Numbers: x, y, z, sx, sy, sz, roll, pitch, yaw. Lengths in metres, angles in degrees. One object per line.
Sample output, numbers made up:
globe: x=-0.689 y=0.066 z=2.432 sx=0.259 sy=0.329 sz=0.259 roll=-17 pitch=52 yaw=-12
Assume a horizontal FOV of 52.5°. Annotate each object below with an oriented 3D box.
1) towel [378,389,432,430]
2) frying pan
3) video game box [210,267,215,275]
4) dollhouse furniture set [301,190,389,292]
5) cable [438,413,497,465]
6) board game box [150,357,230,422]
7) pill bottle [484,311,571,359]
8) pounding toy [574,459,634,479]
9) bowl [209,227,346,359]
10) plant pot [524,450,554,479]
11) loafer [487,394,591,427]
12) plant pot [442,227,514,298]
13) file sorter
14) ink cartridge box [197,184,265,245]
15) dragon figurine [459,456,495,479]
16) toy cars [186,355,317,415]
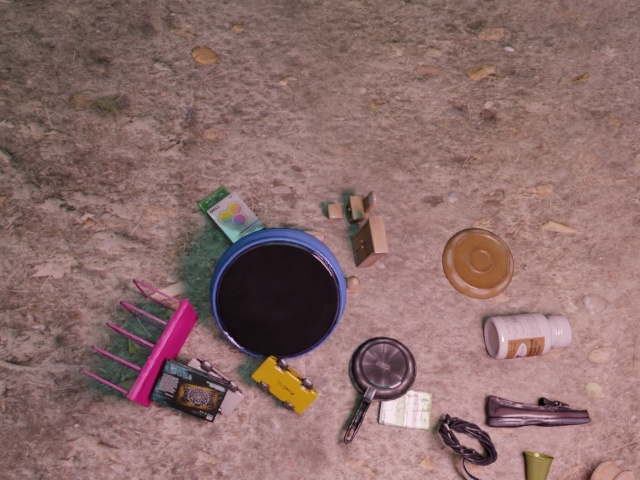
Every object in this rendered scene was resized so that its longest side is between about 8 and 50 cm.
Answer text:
towel: x=0.250 y=0.493 z=1.906 sx=0.152 sy=0.023 sz=0.113 roll=10 pitch=74 yaw=-5
frying pan: x=0.136 y=0.410 z=1.892 sx=0.326 sy=0.053 sz=0.197 roll=-36 pitch=67 yaw=-17
video game box: x=-0.200 y=0.133 z=1.956 sx=0.205 sy=0.048 sz=0.187 roll=-24 pitch=75 yaw=-13
dollhouse furniture set: x=0.000 y=0.000 z=1.924 sx=0.356 sy=0.174 sz=0.303 roll=-3 pitch=72 yaw=-17
cable: x=0.424 y=0.570 z=1.840 sx=0.185 sy=0.150 sz=0.047 roll=34 pitch=110 yaw=5
board game box: x=-0.356 y=0.412 z=1.781 sx=0.186 sy=0.026 sz=0.126 roll=24 pitch=101 yaw=-8
pill bottle: x=0.623 y=0.283 z=1.951 sx=0.229 sy=0.131 sz=0.131 roll=-5 pitch=73 yaw=-7
pounding toy: x=0.803 y=0.702 z=1.832 sx=0.270 sy=0.155 sz=0.154 roll=35 pitch=82 yaw=-27
bowl: x=-0.119 y=0.159 z=1.837 sx=0.391 sy=0.077 sz=0.390 roll=-1 pitch=106 yaw=-3
plant pot: x=0.625 y=0.657 z=1.867 sx=0.083 sy=0.083 sz=0.079 roll=8 pitch=84 yaw=-3
loafer: x=0.638 y=0.496 z=1.902 sx=0.303 sy=0.109 sz=0.095 roll=-1 pitch=68 yaw=-3
plant pot: x=0.505 y=0.068 z=2.059 sx=0.237 sy=0.032 sz=0.236 roll=1 pitch=73 yaw=-5
file sorter: x=-0.500 y=0.281 z=1.799 sx=0.182 sy=0.202 sz=0.290 roll=25 pitch=72 yaw=5
ink cartridge box: x=-0.278 y=-0.077 z=2.006 sx=0.109 sy=0.062 sz=0.209 roll=-38 pitch=79 yaw=-15
dragon figurine: x=0.493 y=0.724 z=1.821 sx=0.144 sy=0.085 sz=0.289 roll=-20 pitch=76 yaw=-12
toy cars: x=-0.206 y=0.402 z=1.847 sx=0.394 sy=0.087 sz=0.176 roll=0 pitch=103 yaw=-4
